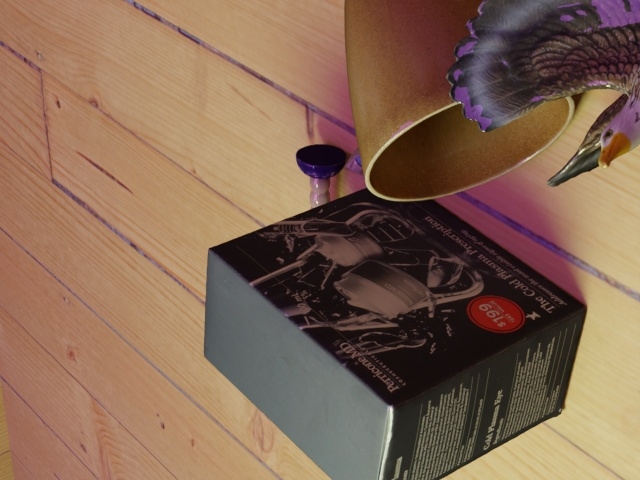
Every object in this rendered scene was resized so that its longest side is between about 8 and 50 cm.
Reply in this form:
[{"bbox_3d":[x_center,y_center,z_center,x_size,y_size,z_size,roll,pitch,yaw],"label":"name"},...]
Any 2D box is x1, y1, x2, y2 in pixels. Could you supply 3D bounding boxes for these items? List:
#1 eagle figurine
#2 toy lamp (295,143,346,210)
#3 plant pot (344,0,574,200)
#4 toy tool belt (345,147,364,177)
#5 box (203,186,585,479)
[{"bbox_3d":[0.294,-0.146,1.199,0.298,0.225,0.226,10,113,55],"label":"eagle figurine"},{"bbox_3d":[0.000,0.000,1.847,0.080,0.080,0.275,34,132,41],"label":"toy lamp"},{"bbox_3d":[0.120,-0.209,1.435,0.237,0.237,0.254,-51,53,54],"label":"plant pot"},{"bbox_3d":[0.074,-0.106,1.709,0.051,0.052,0.083,38,153,-12],"label":"toy tool belt"},{"bbox_3d":[0.081,0.112,1.579,0.343,0.312,0.179,38,137,37],"label":"box"}]
